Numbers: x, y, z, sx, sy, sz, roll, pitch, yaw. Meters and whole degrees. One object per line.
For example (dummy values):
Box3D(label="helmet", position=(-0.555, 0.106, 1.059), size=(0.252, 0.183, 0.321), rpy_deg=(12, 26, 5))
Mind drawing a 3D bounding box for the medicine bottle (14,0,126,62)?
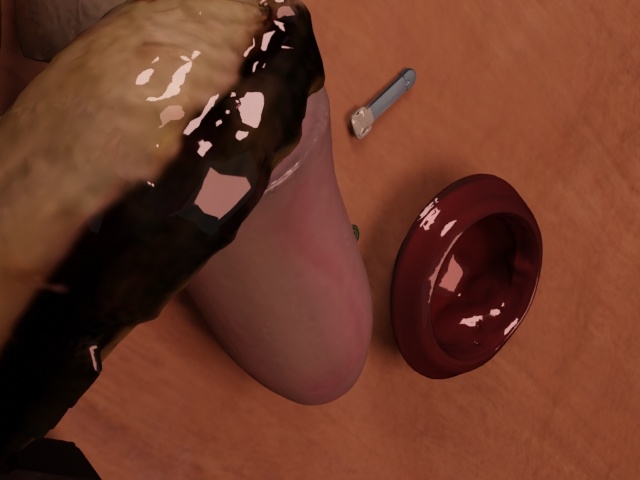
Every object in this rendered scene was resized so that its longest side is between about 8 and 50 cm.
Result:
Box3D(label="medicine bottle", position=(-0.123, -0.185, 0.759), size=(0.147, 0.147, 0.143), rpy_deg=(-9, 106, -45))

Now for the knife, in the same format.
Box3D(label="knife", position=(0.057, -0.128, 1.070), size=(0.096, 0.010, 0.027), rpy_deg=(-45, 130, -30))

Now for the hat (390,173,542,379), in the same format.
Box3D(label="hat", position=(0.130, 0.031, 1.142), size=(0.205, 0.089, 0.205), rpy_deg=(-17, 117, -37))

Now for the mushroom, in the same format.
Box3D(label="mushroom", position=(-0.140, -0.013, 0.662), size=(0.130, 0.344, 0.247), rpy_deg=(33, 49, -16))

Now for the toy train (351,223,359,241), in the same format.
Box3D(label="toy train", position=(0.000, 0.000, 1.035), size=(0.083, 0.033, 0.053), rpy_deg=(27, 87, -47))

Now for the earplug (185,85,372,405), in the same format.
Box3D(label="earplug", position=(-0.037, 0.022, 0.927), size=(0.172, 0.172, 0.301), rpy_deg=(-48, 140, -24))

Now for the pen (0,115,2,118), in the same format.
Box3D(label="pen", position=(-0.206, -0.076, 0.798), size=(0.218, 0.026, 0.026), rpy_deg=(-28, 122, -38))

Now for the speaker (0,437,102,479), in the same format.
Box3D(label="speaker", position=(-0.260, 0.168, 0.795), size=(0.218, 0.044, 0.082), rpy_deg=(20, 107, -47))
